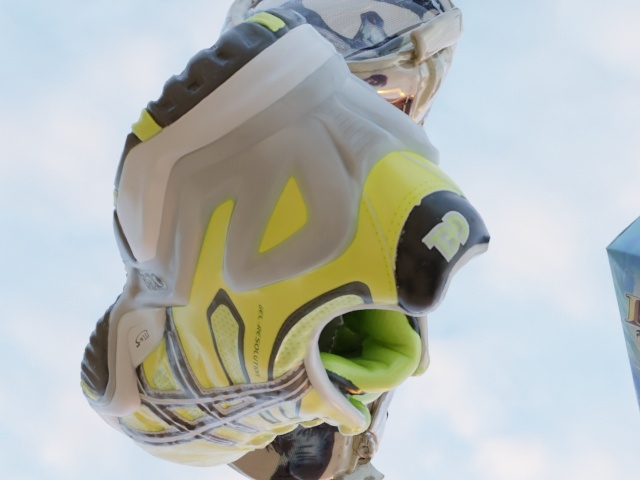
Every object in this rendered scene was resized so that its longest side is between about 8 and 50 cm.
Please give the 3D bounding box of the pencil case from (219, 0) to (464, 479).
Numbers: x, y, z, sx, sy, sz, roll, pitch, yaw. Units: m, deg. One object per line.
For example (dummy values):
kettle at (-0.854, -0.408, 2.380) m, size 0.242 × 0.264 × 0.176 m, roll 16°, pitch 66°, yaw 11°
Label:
pencil case at (0.000, 0.000, 0.788) m, size 0.183 × 0.160 × 0.410 m, roll 25°, pitch -52°, yaw 25°

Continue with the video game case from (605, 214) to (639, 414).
video game case at (0.363, 0.119, 0.807) m, size 0.269 × 0.061 × 0.244 m, roll 19°, pitch -44°, yaw 48°

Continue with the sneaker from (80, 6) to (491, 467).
sneaker at (-0.030, 0.057, 0.560) m, size 0.147 × 0.145 × 0.385 m, roll 41°, pitch -27°, yaw 14°
